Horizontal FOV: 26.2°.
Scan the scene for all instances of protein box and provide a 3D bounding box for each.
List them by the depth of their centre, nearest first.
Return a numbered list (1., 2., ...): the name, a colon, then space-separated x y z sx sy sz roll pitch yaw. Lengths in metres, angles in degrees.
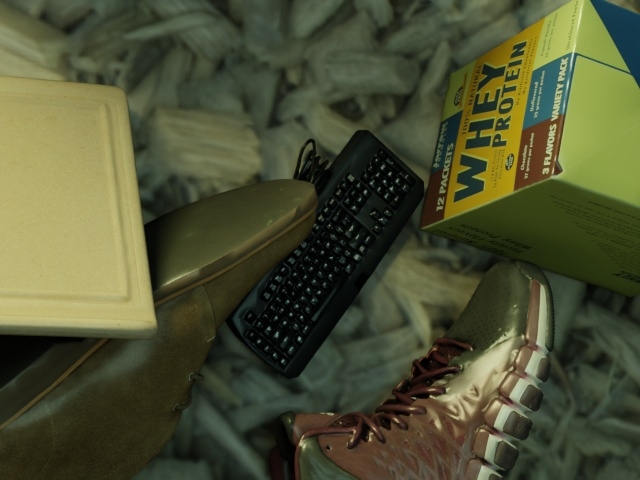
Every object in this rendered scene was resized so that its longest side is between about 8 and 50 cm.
1. protein box: 0.214 -0.060 1.015 0.199 0.201 0.136 17 75 -18

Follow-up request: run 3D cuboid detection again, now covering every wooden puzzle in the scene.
1. wooden puzzle: -0.224 -0.025 0.873 0.220 0.044 0.239 4 45 -21

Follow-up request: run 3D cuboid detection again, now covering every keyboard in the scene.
1. keyboard: 0.000 0.000 1.012 0.100 0.038 0.192 39 69 -11

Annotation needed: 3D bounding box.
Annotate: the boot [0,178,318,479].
1. boot: -0.114 0.068 0.935 0.305 0.112 0.115 -37 115 -19

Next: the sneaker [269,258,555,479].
1. sneaker: 0.057 0.121 0.978 0.162 0.106 0.281 24 74 -13
